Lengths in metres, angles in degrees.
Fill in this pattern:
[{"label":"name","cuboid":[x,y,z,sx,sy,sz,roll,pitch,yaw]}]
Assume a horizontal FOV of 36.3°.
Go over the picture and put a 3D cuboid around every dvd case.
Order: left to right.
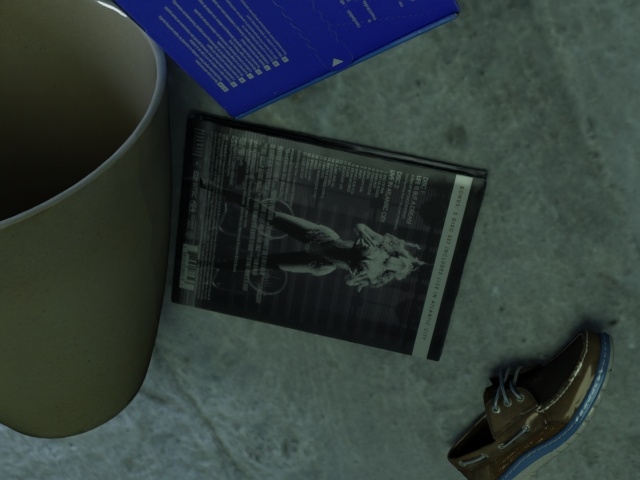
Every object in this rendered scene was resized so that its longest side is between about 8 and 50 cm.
[{"label":"dvd case","cuboid":[0.000,0.000,0.743,0.221,0.018,0.164,12,120,4]}]

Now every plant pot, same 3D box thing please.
[{"label":"plant pot","cuboid":[-0.211,0.009,0.678,0.257,0.256,0.274,4,136,9]}]

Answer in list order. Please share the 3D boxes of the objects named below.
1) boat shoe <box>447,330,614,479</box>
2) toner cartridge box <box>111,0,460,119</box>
[{"label":"boat shoe","cuboid":[0.160,0.134,0.762,0.066,0.066,0.183,26,121,-3]},{"label":"toner cartridge box","cuboid":[-0.061,-0.199,0.486,0.165,0.075,0.348,-21,152,15]}]
